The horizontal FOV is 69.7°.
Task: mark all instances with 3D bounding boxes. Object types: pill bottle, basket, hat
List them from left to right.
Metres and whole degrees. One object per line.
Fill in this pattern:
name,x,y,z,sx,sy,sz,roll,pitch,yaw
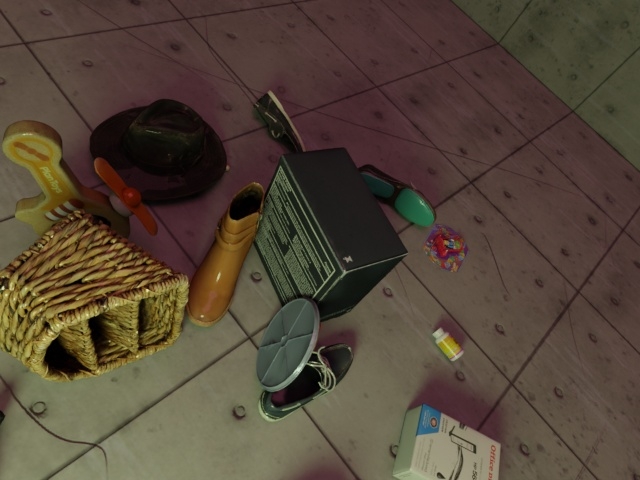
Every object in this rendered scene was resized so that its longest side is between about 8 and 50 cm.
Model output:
basket,-0.378,0.140,0.772,0.223,0.299,0.213,33,51,-1
hat,-0.380,-0.254,1.122,0.331,0.134,0.331,13,55,-19
pill bottle,0.324,0.263,1.175,0.043,0.043,0.083,-30,74,-36

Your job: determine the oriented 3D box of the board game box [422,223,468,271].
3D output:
board game box,0.386,0.014,1.379,0.133,0.033,0.169,38,51,4

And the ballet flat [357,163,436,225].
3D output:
ballet flat,0.233,-0.150,1.387,0.280,0.095,0.096,33,39,-1

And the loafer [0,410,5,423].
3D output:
loafer,-0.540,0.370,0.692,0.078,0.076,0.223,25,56,-14

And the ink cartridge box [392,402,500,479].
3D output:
ink cartridge box,0.274,0.468,0.986,0.203,0.086,0.148,27,51,-4

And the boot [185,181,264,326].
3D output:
boot,-0.195,0.026,0.984,0.109,0.220,0.283,28,51,-5

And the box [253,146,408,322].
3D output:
box,0.000,0.000,1.045,0.182,0.294,0.296,-14,66,-31

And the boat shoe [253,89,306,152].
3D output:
boat shoe,-0.116,-0.336,1.375,0.079,0.084,0.233,-34,81,2

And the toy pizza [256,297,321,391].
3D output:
toy pizza,-0.063,0.212,0.942,0.032,0.201,0.201,33,48,-27

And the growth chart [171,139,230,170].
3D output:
growth chart,-0.370,-0.227,1.205,0.237,0.021,0.172,-13,65,-31

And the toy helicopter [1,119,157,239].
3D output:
toy helicopter,-0.451,-0.083,0.855,0.234,0.355,0.140,-8,60,-9

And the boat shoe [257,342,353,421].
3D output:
boat shoe,-0.019,0.288,0.978,0.254,0.079,0.095,-20,69,-33
